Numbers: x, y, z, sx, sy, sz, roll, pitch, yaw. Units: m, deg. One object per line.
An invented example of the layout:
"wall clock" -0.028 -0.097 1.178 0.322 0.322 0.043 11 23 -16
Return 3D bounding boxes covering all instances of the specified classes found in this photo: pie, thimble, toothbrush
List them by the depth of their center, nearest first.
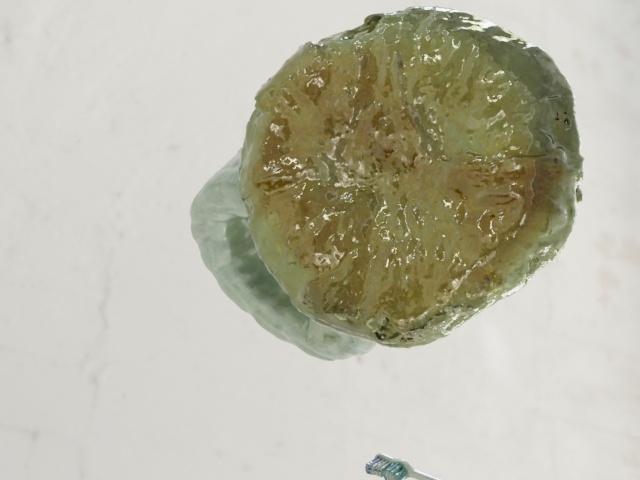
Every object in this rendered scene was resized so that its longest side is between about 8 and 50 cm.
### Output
"pie" 0.069 -0.054 1.184 0.071 0.306 0.306 23 -123 -59
"thimble" 0.000 0.000 1.398 0.150 0.237 0.237 -48 -67 -30
"toothbrush" 0.173 0.272 1.472 0.030 0.304 0.030 -28 -54 -46
